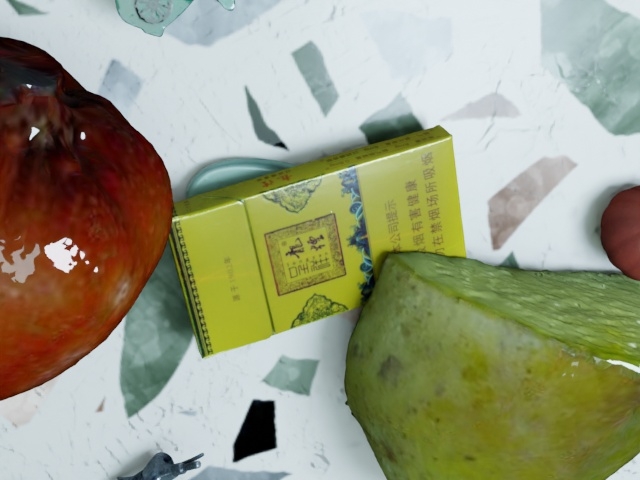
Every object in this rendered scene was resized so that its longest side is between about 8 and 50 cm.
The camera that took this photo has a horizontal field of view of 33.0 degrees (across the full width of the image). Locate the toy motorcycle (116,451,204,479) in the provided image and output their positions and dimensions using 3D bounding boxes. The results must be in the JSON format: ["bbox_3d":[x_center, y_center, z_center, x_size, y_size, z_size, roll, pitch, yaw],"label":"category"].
[{"bbox_3d":[-0.205,0.305,1.086,0.263,0.091,0.157,-14,107,-4],"label":"toy motorcycle"}]

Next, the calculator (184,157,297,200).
[{"bbox_3d":[-0.054,-0.031,1.032,0.153,0.021,0.095,9,108,-14],"label":"calculator"}]

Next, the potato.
[{"bbox_3d":[0.197,0.181,1.042,0.330,0.213,0.280,7,113,-22],"label":"potato"}]

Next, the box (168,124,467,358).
[{"bbox_3d":[0.001,0.000,1.022,0.279,0.041,0.153,-17,121,-11],"label":"box"}]

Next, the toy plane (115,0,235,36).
[{"bbox_3d":[-0.007,-0.289,0.911,0.381,0.106,0.155,-35,106,3],"label":"toy plane"}]

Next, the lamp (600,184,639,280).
[{"bbox_3d":[0.329,-0.007,1.081,0.101,0.090,0.101,7,71,-20],"label":"lamp"}]

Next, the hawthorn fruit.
[{"bbox_3d":[-0.270,-0.006,0.866,0.295,0.295,0.311,7,111,-14],"label":"hawthorn fruit"}]
